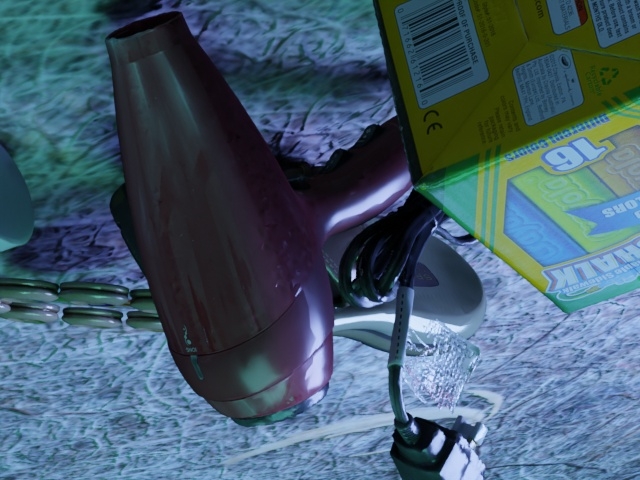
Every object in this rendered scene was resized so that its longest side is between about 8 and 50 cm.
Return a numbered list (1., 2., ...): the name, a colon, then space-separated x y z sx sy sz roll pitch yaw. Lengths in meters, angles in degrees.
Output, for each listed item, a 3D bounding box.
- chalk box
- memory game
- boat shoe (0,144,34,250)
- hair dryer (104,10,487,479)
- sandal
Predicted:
1. chalk box: 0.134 -0.061 0.870 0.132 0.132 0.213 -23 150 22
2. memory game: -0.126 0.037 1.064 0.186 0.012 0.186 4 172 1
3. boat shoe: -0.205 -0.025 0.845 0.070 0.078 0.219 -22 161 14
4. hair dryer: -0.007 -0.012 0.921 0.080 0.224 0.293 -10 148 35
5. sandal: 0.000 -0.001 1.034 0.086 0.120 0.302 -47 153 26
